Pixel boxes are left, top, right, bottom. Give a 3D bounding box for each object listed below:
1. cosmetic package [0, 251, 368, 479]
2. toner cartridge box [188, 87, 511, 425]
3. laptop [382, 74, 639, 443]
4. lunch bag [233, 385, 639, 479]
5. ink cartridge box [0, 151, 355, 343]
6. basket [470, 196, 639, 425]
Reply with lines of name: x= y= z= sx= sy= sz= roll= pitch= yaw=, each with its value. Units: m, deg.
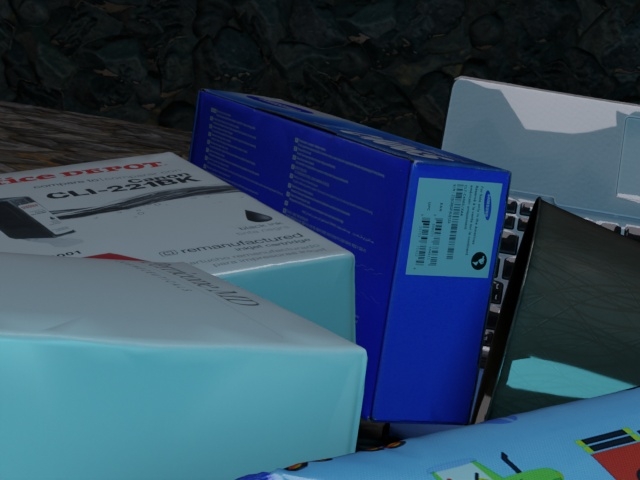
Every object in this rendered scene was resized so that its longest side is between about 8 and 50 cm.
cosmetic package: x=-0.199 y=0.086 z=0.739 sx=0.385 sy=0.156 sz=0.217 roll=2 pitch=9 yaw=-29
toner cartridge box: x=0.000 y=0.000 z=1.230 sx=0.075 sy=0.165 sz=0.348 roll=6 pitch=9 yaw=-27
laptop: x=0.262 y=0.029 z=1.333 sx=0.381 sy=0.408 sz=0.236 roll=10 pitch=-24 yaw=4
lunch bag: x=0.133 y=0.175 z=0.536 sx=0.221 sy=0.138 sz=0.293 roll=-8 pitch=29 yaw=-35
ink cartridge box: x=-0.126 y=0.036 z=1.115 sx=0.197 sy=0.114 sz=0.273 roll=-9 pitch=19 yaw=-26
basket: x=0.216 y=0.092 z=1.091 sx=0.226 sy=0.154 sz=0.204 roll=16 pitch=54 yaw=3
